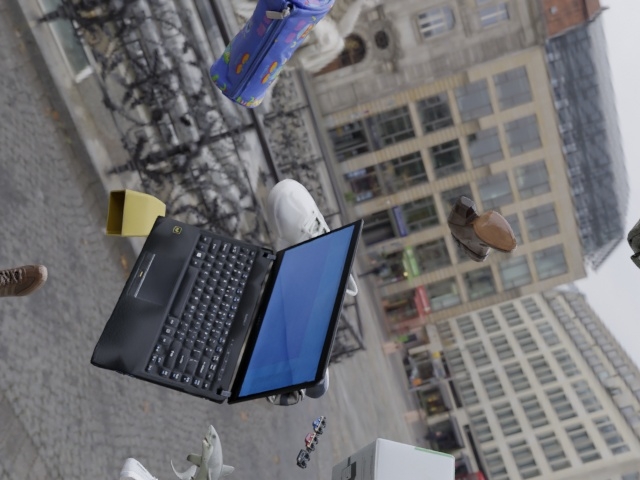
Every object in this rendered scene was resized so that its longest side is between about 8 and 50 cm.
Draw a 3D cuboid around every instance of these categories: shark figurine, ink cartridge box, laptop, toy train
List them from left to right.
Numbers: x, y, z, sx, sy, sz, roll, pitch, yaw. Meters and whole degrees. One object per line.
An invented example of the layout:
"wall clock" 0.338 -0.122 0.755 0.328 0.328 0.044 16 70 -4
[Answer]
"shark figurine" -0.293 0.614 1.975 0.278 0.116 0.166 -51 -128 43
"laptop" -0.110 0.061 0.903 0.136 0.264 0.234 110 -3 -53
"toy train" -0.024 0.525 1.955 0.027 0.036 0.158 99 17 -47
"ink cartridge box" 0.124 0.437 1.344 0.208 0.153 0.087 126 -25 -54

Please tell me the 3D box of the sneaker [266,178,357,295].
"sneaker" 0.000 0.000 1.060 0.094 0.080 0.212 21 -30 41

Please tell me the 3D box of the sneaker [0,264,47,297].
"sneaker" -0.711 0.096 1.686 0.071 0.188 0.066 32 43 -69

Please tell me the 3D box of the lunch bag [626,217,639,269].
"lunch bag" 0.535 -0.079 0.880 0.256 0.305 0.212 18 -16 46

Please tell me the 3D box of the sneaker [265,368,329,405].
"sneaker" -0.046 0.263 1.390 0.163 0.086 0.226 -83 158 -49

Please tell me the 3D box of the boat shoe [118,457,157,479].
"boat shoe" -0.402 0.569 1.725 0.184 0.066 0.063 54 24 -33

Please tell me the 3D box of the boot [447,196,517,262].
"boot" 0.205 -0.001 0.949 0.118 0.042 0.087 52 -15 38

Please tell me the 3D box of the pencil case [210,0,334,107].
"pencil case" -0.093 -0.368 1.349 0.119 0.306 0.133 35 48 -10

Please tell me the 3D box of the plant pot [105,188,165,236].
"plant pot" -0.320 -0.043 1.310 0.081 0.083 0.081 2 -94 55
